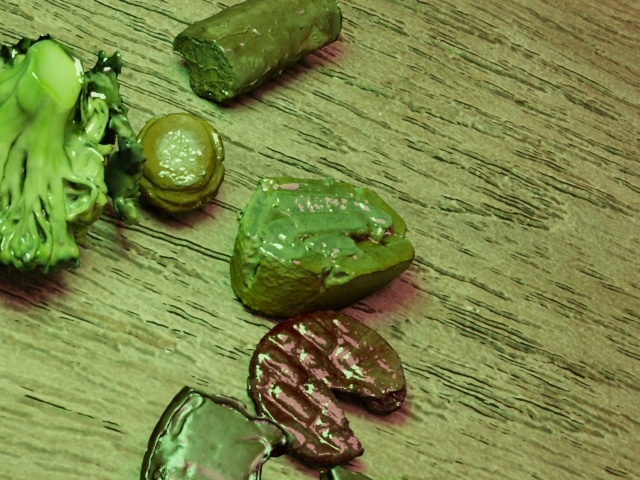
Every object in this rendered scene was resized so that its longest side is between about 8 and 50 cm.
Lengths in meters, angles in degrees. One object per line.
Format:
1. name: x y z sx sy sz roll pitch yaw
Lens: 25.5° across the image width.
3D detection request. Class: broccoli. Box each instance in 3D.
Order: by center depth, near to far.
1. broccoli: -0.383 -0.122 1.814 0.324 0.272 0.334 59 39 -28

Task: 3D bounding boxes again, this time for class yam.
1. yam: -0.092 -0.297 2.086 0.238 0.129 0.128 -31 72 -35

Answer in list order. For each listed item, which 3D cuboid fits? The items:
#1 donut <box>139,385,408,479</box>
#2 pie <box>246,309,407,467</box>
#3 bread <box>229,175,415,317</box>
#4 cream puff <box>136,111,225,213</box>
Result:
1. donut: -0.061 0.346 1.673 0.345 0.136 0.259 22 55 -5
2. pie: 0.007 0.189 1.852 0.219 0.054 0.204 -30 72 -31
3. bread: 0.000 0.000 1.929 0.257 0.124 0.186 -3 59 -24
4. cream puff: -0.194 -0.100 1.934 0.126 0.103 0.144 0 57 -5
